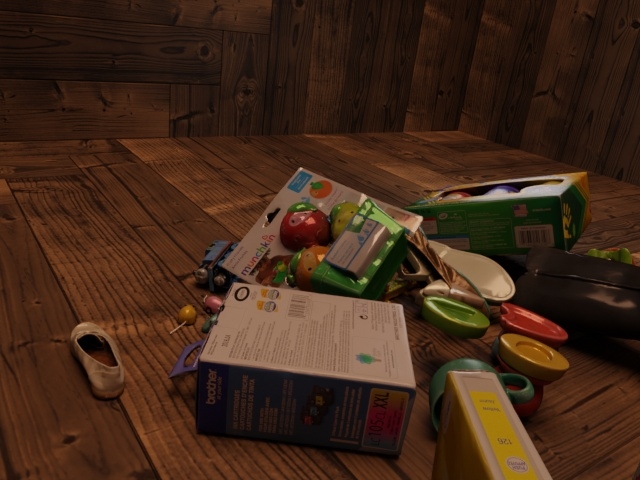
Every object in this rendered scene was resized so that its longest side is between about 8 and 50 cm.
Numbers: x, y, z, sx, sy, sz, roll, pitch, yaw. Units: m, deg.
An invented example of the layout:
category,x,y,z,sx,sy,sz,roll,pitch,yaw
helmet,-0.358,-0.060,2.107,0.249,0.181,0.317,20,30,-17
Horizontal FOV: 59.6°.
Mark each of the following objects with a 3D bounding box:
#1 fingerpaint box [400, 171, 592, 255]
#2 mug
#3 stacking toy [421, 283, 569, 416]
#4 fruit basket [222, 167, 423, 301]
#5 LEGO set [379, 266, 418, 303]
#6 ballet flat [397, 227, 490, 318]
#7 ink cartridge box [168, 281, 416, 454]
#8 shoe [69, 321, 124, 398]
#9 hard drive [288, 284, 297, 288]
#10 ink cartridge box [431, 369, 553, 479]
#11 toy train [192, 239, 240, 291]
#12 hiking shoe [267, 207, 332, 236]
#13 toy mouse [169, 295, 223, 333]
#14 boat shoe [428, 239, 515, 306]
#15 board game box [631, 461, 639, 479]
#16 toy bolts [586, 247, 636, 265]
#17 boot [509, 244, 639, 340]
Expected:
category,x,y,z,sx,sy,sz,roll,pitch,yaw
fingerpaint box,0.517,-0.078,1.635,0.445,0.163,0.371,-3,13,36
mug,0.262,0.267,0.942,0.158,0.129,0.097,11,20,2
stacking toy,0.334,0.213,1.112,0.280,0.130,0.309,23,15,23
fruit basket,0.000,0.000,1.254,0.353,0.165,0.327,29,69,21
LEGO set,0.137,0.083,1.381,0.287,0.107,0.132,2,23,-13
ballet flat,0.250,0.081,1.325,0.124,0.116,0.342,-18,61,-33
ink cartridge box,-0.052,0.205,0.970,0.396,0.151,0.270,9,22,0
shoe,-0.397,0.197,1.002,0.077,0.058,0.219,-9,27,-34
hard drive,-0.052,0.142,1.291,0.094,0.022,0.135,1,23,-16
ink cartridge box,0.160,0.335,0.517,0.072,0.303,0.307,4,21,-1
toy train,-0.241,0.060,1.370,0.105,0.080,0.184,2,23,10
hiking shoe,-0.015,-0.028,1.653,0.304,0.113,0.132,3,52,-27
toy mouse,-0.228,0.154,1.195,0.143,0.031,0.161,7,22,0
boat shoe,0.355,0.095,1.418,0.116,0.099,0.320,-37,40,-23
board game box,0.552,0.359,0.684,0.304,0.223,0.097,10,23,6
toy bolts,0.682,0.124,1.445,0.229,0.218,0.159,2,-14,36
boot,0.621,0.187,1.199,0.446,0.146,0.367,14,47,36
